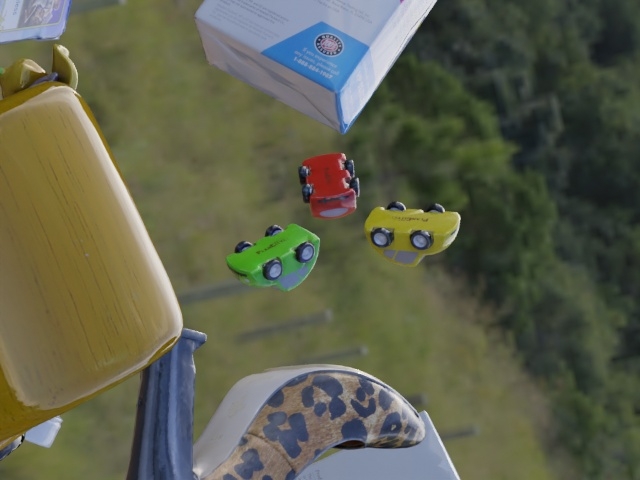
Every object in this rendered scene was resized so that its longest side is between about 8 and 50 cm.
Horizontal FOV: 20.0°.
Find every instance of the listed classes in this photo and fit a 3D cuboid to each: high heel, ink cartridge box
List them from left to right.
[{"bbox_3d":[-0.029,0.175,1.243,0.261,0.093,0.186,17,69,-38],"label":"high heel"},{"bbox_3d":[0.018,-0.168,1.106,0.181,0.104,0.061,-55,163,-16],"label":"ink cartridge box"}]

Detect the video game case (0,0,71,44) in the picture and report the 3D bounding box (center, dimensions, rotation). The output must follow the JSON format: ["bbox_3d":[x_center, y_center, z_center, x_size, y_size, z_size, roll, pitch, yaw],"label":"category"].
[{"bbox_3d":[-0.170,-0.211,0.783,0.244,0.061,0.269,-22,132,-62],"label":"video game case"}]

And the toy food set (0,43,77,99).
[{"bbox_3d":[-0.287,-0.087,1.663,0.128,0.071,0.218,-34,-141,55],"label":"toy food set"}]

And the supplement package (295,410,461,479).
[{"bbox_3d":[0.037,0.240,1.525,0.105,0.179,0.105,65,0,-59],"label":"supplement package"}]

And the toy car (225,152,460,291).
[{"bbox_3d":[0.000,0.000,1.895,0.239,0.225,0.053,29,-43,45],"label":"toy car"}]

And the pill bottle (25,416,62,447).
[{"bbox_3d":[-0.245,0.091,1.656,0.180,0.108,0.108,-66,166,-6],"label":"pill bottle"}]

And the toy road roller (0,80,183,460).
[{"bbox_3d":[-0.219,0.043,0.826,0.329,0.240,0.202,-36,103,-57],"label":"toy road roller"}]
